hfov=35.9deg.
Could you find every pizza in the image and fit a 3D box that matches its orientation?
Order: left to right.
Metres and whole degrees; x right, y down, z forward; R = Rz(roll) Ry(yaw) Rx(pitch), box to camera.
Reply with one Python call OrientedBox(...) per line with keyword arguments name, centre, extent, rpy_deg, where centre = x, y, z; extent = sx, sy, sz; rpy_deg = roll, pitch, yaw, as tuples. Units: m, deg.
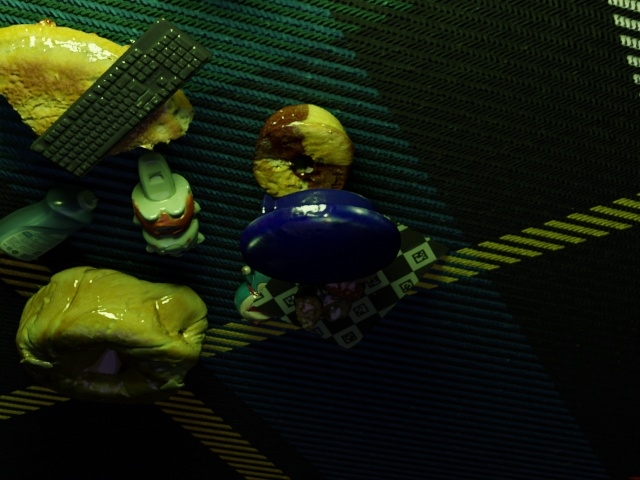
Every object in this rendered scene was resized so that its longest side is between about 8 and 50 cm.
OrientedBox(name="pizza", centre=(-0.356, -0.211, 1.466), extent=(0.335, 0.086, 0.226), rpy_deg=(16, 133, -20))

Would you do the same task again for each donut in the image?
OrientedBox(name="donut", centre=(-0.390, 0.185, 1.876), extent=(0.360, 0.170, 0.360), rpy_deg=(1, 145, 1))
OrientedBox(name="donut", centre=(-0.027, -0.141, 1.571), extent=(0.166, 0.073, 0.184), rpy_deg=(-6, 140, 4))

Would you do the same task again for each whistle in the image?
OrientedBox(name="whistle", centre=(-0.258, -0.052, 1.653), extent=(0.101, 0.106, 0.253), rpy_deg=(-36, 146, -24))

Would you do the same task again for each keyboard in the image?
OrientedBox(name="keyboard", centre=(-0.291, -0.198, 1.411), extent=(0.309, 0.018, 0.101), rpy_deg=(-36, 127, 28))

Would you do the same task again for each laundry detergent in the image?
OrientedBox(name="laundry detergent", centre=(-0.463, -0.034, 1.694), extent=(0.206, 0.061, 0.096), rpy_deg=(-26, 132, 26))

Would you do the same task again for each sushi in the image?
OrientedBox(name="sushi", centre=(0.055, 0.078, 1.789), extent=(0.264, 0.050, 0.290), rpy_deg=(27, 115, -29))

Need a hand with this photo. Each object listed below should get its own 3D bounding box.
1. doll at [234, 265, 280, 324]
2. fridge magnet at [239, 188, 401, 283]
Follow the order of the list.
OrientedBox(name="doll", centre=(-0.110, 0.096, 1.842), extent=(0.114, 0.085, 0.152), rpy_deg=(13, 129, -22))
OrientedBox(name="fridge magnet", centre=(0.000, 0.000, 1.619), extent=(0.265, 0.113, 0.265), rpy_deg=(0, 155, 0))
